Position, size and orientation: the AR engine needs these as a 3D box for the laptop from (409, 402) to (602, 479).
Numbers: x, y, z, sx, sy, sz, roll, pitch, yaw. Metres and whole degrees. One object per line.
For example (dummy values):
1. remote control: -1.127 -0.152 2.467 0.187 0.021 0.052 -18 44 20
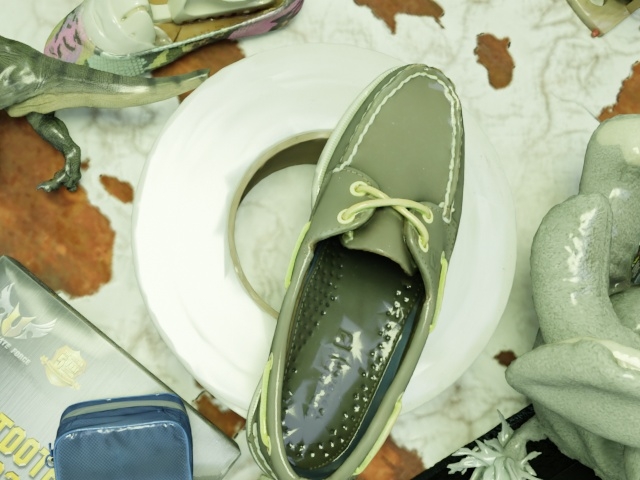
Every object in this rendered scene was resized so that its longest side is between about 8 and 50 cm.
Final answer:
1. laptop: 0.172 0.306 0.649 0.234 0.136 0.264 -29 63 -11

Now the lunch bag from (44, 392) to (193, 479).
1. lunch bag: -0.136 0.144 0.538 0.098 0.065 0.067 -2 99 -11

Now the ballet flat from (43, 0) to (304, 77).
1. ballet flat: -0.115 -0.183 0.629 0.221 0.079 0.077 -18 87 -10

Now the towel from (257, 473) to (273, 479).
1. towel: -0.013 0.259 0.601 0.110 0.027 0.148 6 84 15

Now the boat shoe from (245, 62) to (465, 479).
1. boat shoe: 0.034 0.017 0.520 0.109 0.091 0.305 20 81 -6

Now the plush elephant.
1. plush elephant: 0.248 0.100 0.511 0.330 0.255 0.272 -47 106 -6

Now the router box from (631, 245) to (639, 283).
1. router box: 0.327 0.021 0.693 0.092 0.038 0.122 38 79 -2

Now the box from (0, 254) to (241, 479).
1. box: -0.203 0.154 0.587 0.231 0.056 0.183 41 80 -2

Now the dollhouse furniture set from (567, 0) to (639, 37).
1. dollhouse furniture set: 0.254 -0.297 0.673 0.129 0.129 0.184 -38 91 -11

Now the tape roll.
1. tape roll: 0.000 0.000 0.614 0.286 0.100 0.286 1 83 -9

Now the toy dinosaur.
1. toy dinosaur: -0.226 -0.100 0.600 0.268 0.064 0.118 12 98 2
